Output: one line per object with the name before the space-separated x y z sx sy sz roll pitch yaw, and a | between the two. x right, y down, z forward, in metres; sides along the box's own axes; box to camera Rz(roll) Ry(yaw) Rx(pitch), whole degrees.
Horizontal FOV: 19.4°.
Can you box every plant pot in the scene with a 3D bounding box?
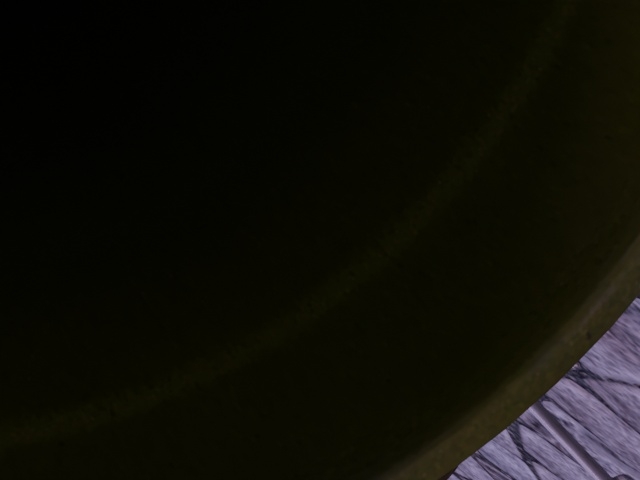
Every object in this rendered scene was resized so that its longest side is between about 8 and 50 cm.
plant pot | -0.117 -0.142 0.489 0.366 0.366 0.353 45 179 -29

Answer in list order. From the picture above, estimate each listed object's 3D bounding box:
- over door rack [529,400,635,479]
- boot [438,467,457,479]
over door rack | 0.062 -0.011 0.760 0.324 0.108 0.239 37 147 14
boot | 0.000 0.000 1.011 0.236 0.089 0.269 36 -157 0
